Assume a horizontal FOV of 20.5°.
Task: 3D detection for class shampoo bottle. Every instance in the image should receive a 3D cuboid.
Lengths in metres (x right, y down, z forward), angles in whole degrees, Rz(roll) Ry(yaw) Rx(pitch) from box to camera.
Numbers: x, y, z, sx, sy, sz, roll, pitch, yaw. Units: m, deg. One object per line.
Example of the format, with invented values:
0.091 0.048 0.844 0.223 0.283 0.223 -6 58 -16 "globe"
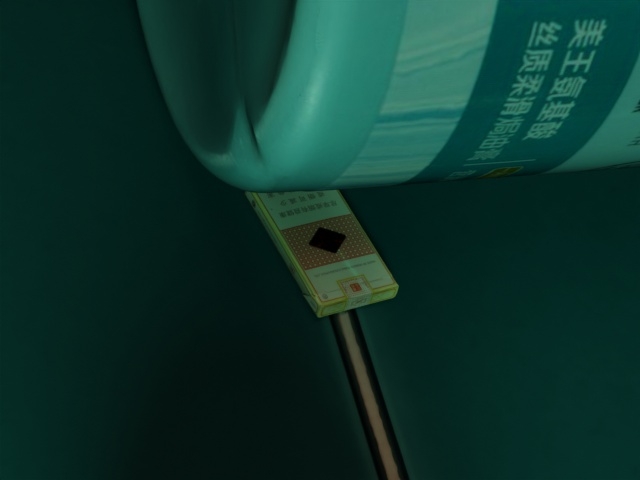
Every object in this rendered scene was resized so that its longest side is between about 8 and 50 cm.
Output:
0.101 -0.196 0.872 0.342 0.331 0.331 -5 52 -20 "shampoo bottle"

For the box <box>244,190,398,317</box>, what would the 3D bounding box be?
0.000 0.000 0.887 0.046 0.012 0.083 -14 56 -27 "box"
